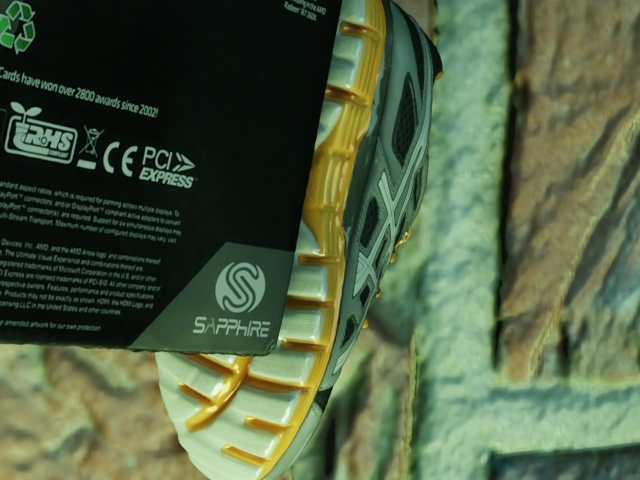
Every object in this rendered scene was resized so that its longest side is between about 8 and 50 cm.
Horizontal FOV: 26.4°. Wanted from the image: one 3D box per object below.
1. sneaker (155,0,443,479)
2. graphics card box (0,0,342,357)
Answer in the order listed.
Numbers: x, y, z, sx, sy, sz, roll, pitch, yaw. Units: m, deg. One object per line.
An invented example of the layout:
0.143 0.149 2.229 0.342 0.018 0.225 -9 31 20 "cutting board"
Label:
0.000 0.000 0.550 0.083 0.084 0.214 10 99 -52 "sneaker"
-0.077 -0.152 0.429 0.233 0.094 0.370 8 92 -56 "graphics card box"
